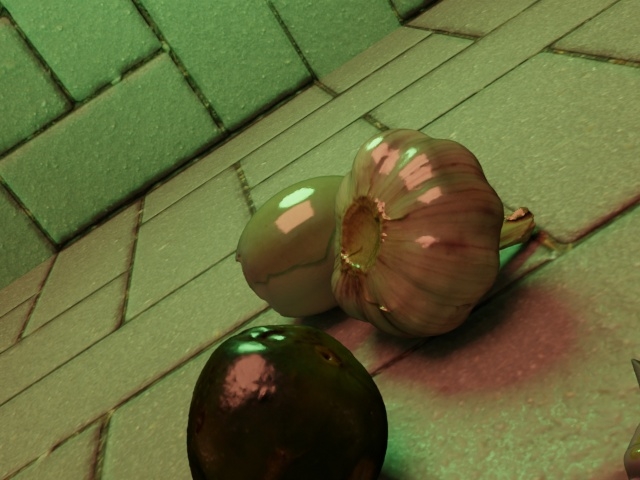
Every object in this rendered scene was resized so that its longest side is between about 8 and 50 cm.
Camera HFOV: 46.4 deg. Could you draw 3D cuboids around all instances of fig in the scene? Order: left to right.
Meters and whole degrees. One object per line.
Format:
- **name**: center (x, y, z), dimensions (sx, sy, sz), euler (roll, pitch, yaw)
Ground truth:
- **fig**: center (-0.050, 0.200, 0.699), dimensions (0.245, 0.195, 0.195), euler (-57, 22, 1)

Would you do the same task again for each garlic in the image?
- **garlic**: center (0.149, -0.009, 0.888), dimensions (0.253, 0.245, 0.245), euler (-2, 8, -27)

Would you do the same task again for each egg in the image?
- **egg**: center (0.000, 0.000, 1.042), dimensions (0.217, 0.183, 0.183), euler (-38, 20, 10)

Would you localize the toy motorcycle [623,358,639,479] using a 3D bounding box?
- **toy motorcycle**: center (0.270, 0.141, 0.509), dimensions (0.152, 0.073, 0.225), euler (-30, 22, 16)
